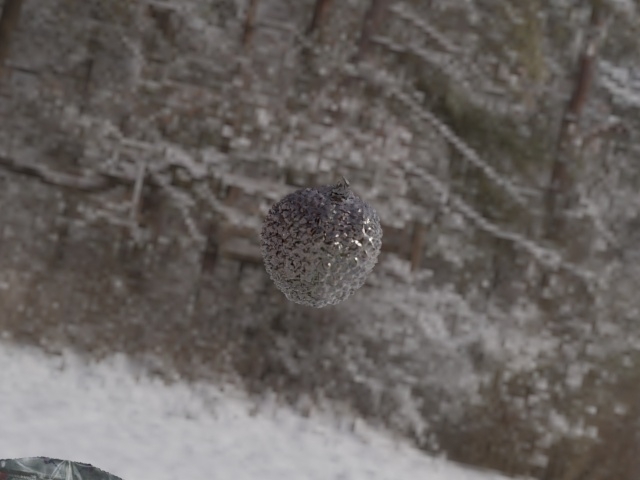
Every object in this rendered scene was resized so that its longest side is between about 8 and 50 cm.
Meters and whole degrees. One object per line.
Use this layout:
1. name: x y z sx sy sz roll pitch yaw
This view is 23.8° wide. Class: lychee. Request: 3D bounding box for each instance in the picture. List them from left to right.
1. lychee: 0.000 0.000 0.835 0.067 0.083 0.068 8 33 -3

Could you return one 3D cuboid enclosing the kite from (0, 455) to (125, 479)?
1. kite: -0.173 0.286 1.003 0.152 0.285 0.015 6 7 24
